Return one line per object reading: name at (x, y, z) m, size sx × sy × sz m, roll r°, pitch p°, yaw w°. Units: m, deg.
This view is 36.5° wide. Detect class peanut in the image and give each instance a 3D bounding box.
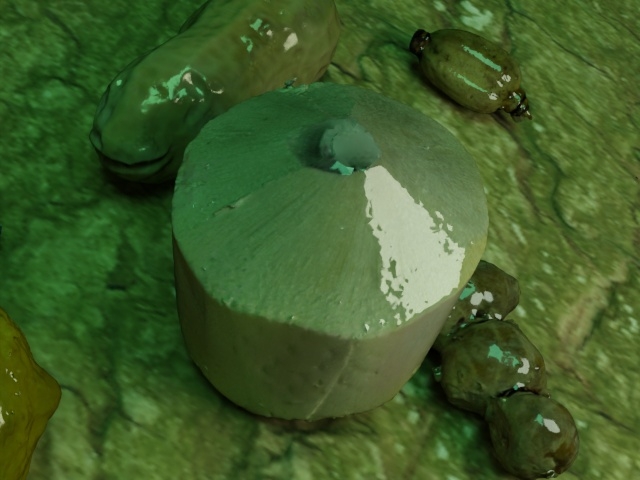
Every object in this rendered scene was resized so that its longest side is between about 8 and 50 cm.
peanut at (-0.094, -0.154, 0.896) m, size 0.130 × 0.130 × 0.290 m, roll 37°, pitch 55°, yaw 10°

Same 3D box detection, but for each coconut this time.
coconut at (0.000, 0.000, 0.743) m, size 0.239 × 0.244 × 0.239 m, roll 6°, pitch 54°, yaw -9°

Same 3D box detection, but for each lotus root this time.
lotus root at (0.162, -0.175, 1.014) m, size 0.152 × 0.063 × 0.072 m, roll 38°, pitch 94°, yaw 7°

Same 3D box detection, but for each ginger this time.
ginger at (0.147, 0.105, 0.814) m, size 0.104 × 0.080 × 0.204 m, roll -12°, pitch 58°, yaw -13°

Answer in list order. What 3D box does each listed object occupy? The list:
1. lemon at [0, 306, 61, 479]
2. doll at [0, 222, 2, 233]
lemon at (-0.286, 0.115, 0.627) m, size 0.231 × 0.192 × 0.192 m, roll -10°, pitch 61°, yaw -22°
doll at (-0.302, 0.025, 0.781) m, size 0.037 × 0.027 × 0.125 m, roll 24°, pitch 54°, yaw 10°
